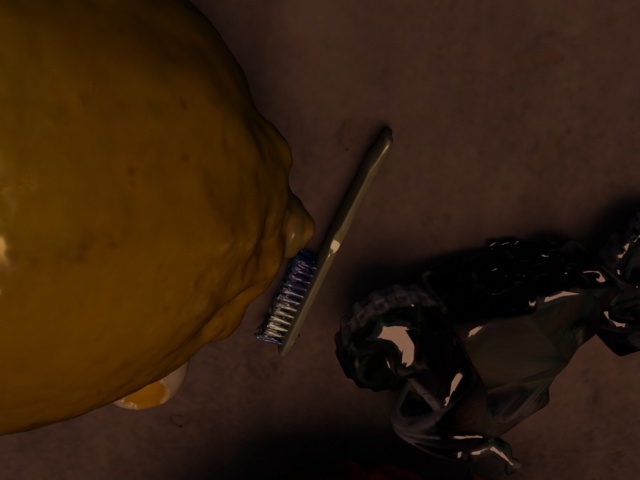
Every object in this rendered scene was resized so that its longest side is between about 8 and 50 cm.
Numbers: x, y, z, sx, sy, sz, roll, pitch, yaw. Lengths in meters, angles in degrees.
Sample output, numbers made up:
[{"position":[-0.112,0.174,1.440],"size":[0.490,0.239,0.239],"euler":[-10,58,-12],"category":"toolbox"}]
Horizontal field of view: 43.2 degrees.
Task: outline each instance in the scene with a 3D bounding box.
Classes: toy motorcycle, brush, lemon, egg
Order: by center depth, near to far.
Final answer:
[{"position":[-0.180,-0.039,0.389],"size":[0.316,0.285,0.285],"euler":[-25,119,-17],"category":"lemon"},{"position":[-0.126,0.071,0.553],"size":[0.071,0.071,0.083],"euler":[-9,116,-2],"category":"egg"},{"position":[0.001,0.000,0.554],"size":[0.030,0.033,0.178],"euler":[25,112,-2],"category":"brush"},{"position":[0.147,0.073,0.568],"size":[0.270,0.106,0.159],"euler":[-14,120,-7],"category":"toy motorcycle"}]

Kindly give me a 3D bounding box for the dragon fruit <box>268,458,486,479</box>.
[{"position":[0.030,0.295,0.575],"size":[0.342,0.277,0.277],"euler":[-16,118,8],"category":"dragon fruit"}]
